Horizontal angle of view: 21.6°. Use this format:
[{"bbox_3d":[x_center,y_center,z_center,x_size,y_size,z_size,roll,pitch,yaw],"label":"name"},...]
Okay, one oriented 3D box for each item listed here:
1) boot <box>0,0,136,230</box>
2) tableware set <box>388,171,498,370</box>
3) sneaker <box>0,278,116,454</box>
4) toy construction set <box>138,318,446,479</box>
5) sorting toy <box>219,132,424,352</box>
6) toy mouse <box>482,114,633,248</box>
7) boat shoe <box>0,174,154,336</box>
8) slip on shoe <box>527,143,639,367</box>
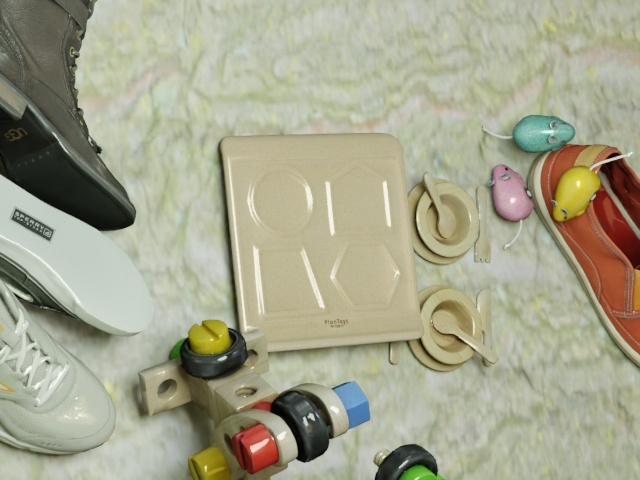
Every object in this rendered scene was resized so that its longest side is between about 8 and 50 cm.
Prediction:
[{"bbox_3d":[-0.224,-0.158,1.453,0.263,0.091,0.229,49,42,-41],"label":"boot"},{"bbox_3d":[0.128,0.032,1.664,0.128,0.039,0.194,3,80,-30],"label":"tableware set"},{"bbox_3d":[-0.267,0.089,1.376,0.262,0.121,0.099,40,66,-19],"label":"sneaker"},{"bbox_3d":[-0.087,0.217,1.451,0.309,0.237,0.257,-43,135,-11],"label":"toy construction set"},{"bbox_3d":[0.000,0.000,1.596,0.193,0.038,0.208,-3,79,-28],"label":"sorting toy"},{"bbox_3d":[0.210,-0.074,1.695,0.143,0.161,0.031,45,21,20],"label":"toy mouse"},{"bbox_3d":[-0.242,0.014,1.433,0.219,0.070,0.078,37,46,-15],"label":"boat shoe"},{"bbox_3d":[0.345,0.034,1.757,0.123,0.101,0.331,-45,106,-30],"label":"slip on shoe"}]
